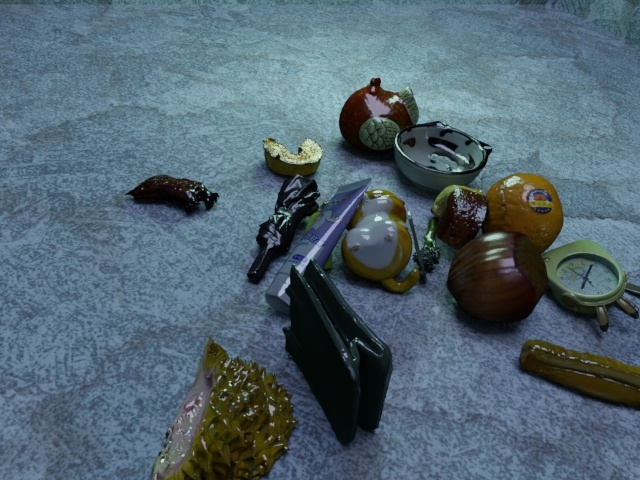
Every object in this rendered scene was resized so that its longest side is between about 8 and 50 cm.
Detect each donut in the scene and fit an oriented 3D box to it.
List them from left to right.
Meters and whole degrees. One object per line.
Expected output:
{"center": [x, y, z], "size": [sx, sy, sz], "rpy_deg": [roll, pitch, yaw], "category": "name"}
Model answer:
{"center": [-0.080, -0.240, 1.649], "size": [0.181, 0.078, 0.146], "rpy_deg": [-3, 40, -22], "category": "donut"}
{"center": [0.346, -0.075, 1.441], "size": [0.085, 0.141, 0.217], "rpy_deg": [22, 25, -9], "category": "donut"}

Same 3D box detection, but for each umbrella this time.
{"center": [-0.093, -0.030, 1.373], "size": [0.118, 0.118, 0.340], "rpy_deg": [16, 48, 10], "category": "umbrella"}

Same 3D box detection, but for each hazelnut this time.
{"center": [0.394, 0.087, 1.252], "size": [0.186, 0.210, 0.210], "rpy_deg": [19, 33, -25], "category": "hazelnut"}

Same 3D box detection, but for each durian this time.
{"center": [-0.135, 0.297, 0.962], "size": [0.196, 0.185, 0.305], "rpy_deg": [29, 29, -11], "category": "durian"}

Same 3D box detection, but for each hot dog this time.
{"center": [0.543, 0.264, 1.126], "size": [0.289, 0.083, 0.068], "rpy_deg": [17, 21, 11], "category": "hot dog"}

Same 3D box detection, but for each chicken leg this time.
{"center": [-0.379, -0.124, 1.465], "size": [0.234, 0.063, 0.105], "rpy_deg": [13, 34, 10], "category": "chicken leg"}

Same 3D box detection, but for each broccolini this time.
{"center": [0.281, -0.007, 1.430], "size": [0.067, 0.058, 0.216], "rpy_deg": [13, 38, 13], "category": "broccolini"}

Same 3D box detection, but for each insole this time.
{"center": [0.221, 0.018, 1.292], "size": [0.010, 0.191, 0.063], "rpy_deg": [-14, 30, 10], "category": "insole"}

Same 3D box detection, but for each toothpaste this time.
{"center": [0.000, 0.000, 1.275], "size": [0.125, 0.080, 0.371], "rpy_deg": [-11, 38, 52], "category": "toothpaste"}

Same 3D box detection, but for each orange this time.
{"center": [0.497, -0.060, 1.405], "size": [0.193, 0.219, 0.219], "rpy_deg": [4, 38, -17], "category": "orange"}

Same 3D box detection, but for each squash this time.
{"center": [-0.003, -0.010, 1.377], "size": [0.090, 0.075, 0.200], "rpy_deg": [1, 58, 21], "category": "squash"}

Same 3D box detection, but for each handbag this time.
{"center": [0.016, 0.192, 0.989], "size": [0.079, 0.247, 0.260], "rpy_deg": [-20, 47, -22], "category": "handbag"}

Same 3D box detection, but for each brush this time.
{"center": [0.825, 0.148, 1.356], "size": [0.191, 0.027, 0.034], "rpy_deg": [22, 36, 29], "category": "brush"}

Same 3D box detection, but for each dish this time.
{"center": [0.342, -0.229, 1.663], "size": [0.303, 0.120, 0.303], "rpy_deg": [5, 40, -5], "category": "dish"}

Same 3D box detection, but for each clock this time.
{"center": [0.620, 0.104, 1.314], "size": [0.170, 0.069, 0.232], "rpy_deg": [-19, 43, -7], "category": "clock"}

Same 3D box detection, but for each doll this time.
{"center": [0.135, -0.021, 1.345], "size": [0.167, 0.162, 0.269], "rpy_deg": [-9, 43, 11], "category": "doll"}

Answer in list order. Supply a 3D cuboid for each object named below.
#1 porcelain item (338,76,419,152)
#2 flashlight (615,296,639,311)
{"center": [0.182, -0.398, 1.763], "size": [0.253, 0.252, 0.252], "rpy_deg": [5, 39, -4], "category": "porcelain item"}
{"center": [0.701, 0.137, 1.343], "size": [0.052, 0.031, 0.110], "rpy_deg": [-40, 58, -14], "category": "flashlight"}
